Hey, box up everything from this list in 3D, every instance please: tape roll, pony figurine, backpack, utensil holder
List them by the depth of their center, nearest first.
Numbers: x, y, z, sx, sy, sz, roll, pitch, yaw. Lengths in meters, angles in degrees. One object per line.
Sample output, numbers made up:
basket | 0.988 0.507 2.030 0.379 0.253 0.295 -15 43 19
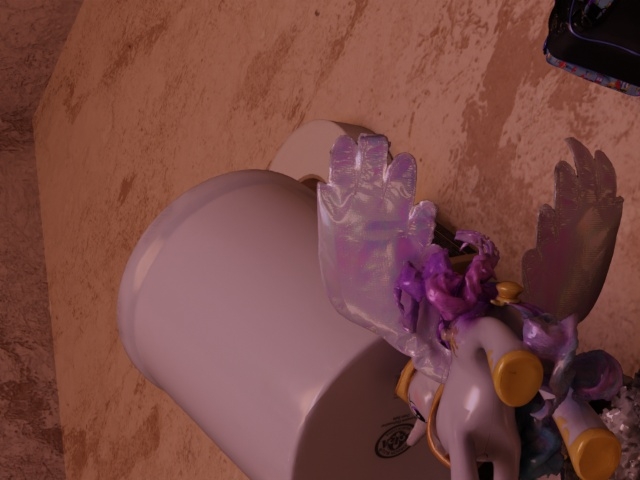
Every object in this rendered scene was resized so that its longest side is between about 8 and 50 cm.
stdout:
pony figurine | 0.143 0.095 1.106 0.363 0.302 0.351 -117 32 -69
backpack | 0.335 -0.266 1.347 0.117 0.158 0.173 130 155 -72
utensil holder | -0.015 0.136 1.483 0.385 0.327 0.328 38 117 46
tape roll | 0.000 0.000 1.980 0.392 0.072 0.392 -22 65 59

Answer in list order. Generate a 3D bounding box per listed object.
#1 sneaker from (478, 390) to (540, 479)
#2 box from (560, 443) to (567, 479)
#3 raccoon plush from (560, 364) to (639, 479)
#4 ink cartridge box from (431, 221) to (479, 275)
sneaker | 0.216 0.251 1.520 0.267 0.101 0.106 -66 21 13
box | 0.331 0.320 1.320 0.159 0.044 0.233 -32 56 55
raccoon plush | 0.380 0.209 1.058 0.446 0.216 0.299 46 120 56
ink cartridge box | 0.091 0.071 1.709 0.193 0.088 0.235 39 120 31
